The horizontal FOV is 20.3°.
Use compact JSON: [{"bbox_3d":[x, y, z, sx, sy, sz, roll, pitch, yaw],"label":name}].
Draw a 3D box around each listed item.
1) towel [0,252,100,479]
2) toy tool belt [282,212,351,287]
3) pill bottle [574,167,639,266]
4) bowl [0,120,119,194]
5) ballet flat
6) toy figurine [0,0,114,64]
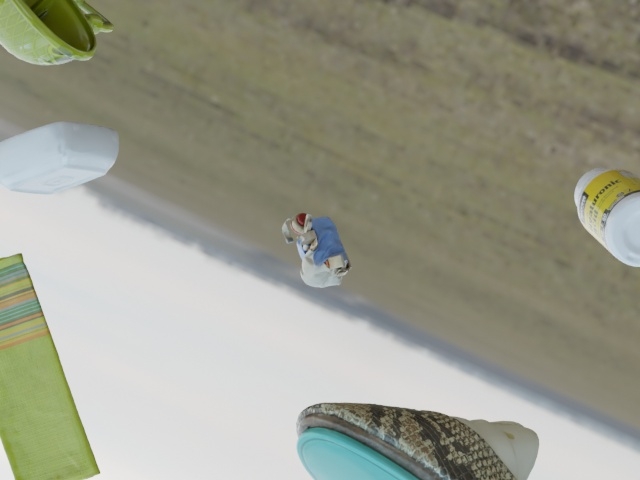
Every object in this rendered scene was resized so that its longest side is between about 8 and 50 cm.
[{"bbox_3d":[-0.301,0.136,1.792,0.102,0.237,0.021,-21,178,28],"label":"towel"},{"bbox_3d":[0.000,0.000,1.698,0.052,0.083,0.051,-11,153,-27],"label":"toy tool belt"},{"bbox_3d":[0.256,-0.024,1.521,0.065,0.065,0.116,25,-169,-17],"label":"pill bottle"},{"bbox_3d":[-0.319,-0.095,2.143,0.142,0.053,0.142,-19,169,24],"label":"bowl"},{"bbox_3d":[0.183,0.281,1.615,0.483,0.182,0.164,47,148,-7],"label":"ballet flat"},{"bbox_3d":[-0.388,-0.250,1.625,0.362,0.217,0.191,50,-171,-6],"label":"toy figurine"}]
